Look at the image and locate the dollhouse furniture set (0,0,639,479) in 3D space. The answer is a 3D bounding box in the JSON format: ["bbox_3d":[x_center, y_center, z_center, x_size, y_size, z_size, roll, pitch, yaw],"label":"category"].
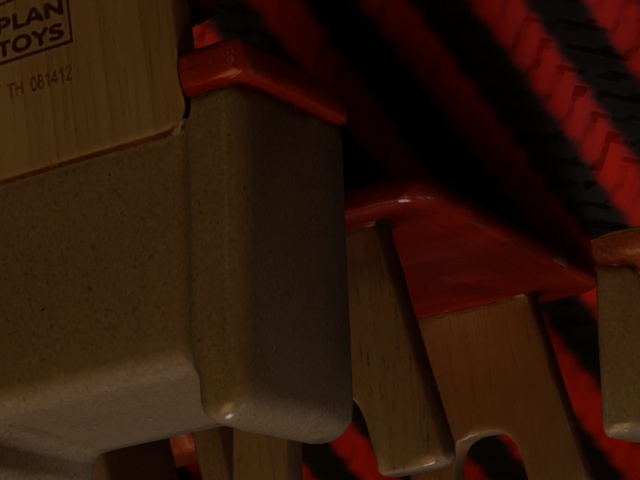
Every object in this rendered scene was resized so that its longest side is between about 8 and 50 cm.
[{"bbox_3d":[0.000,0.000,0.473,0.262,0.135,0.259,-14,164,23],"label":"dollhouse furniture set"}]
